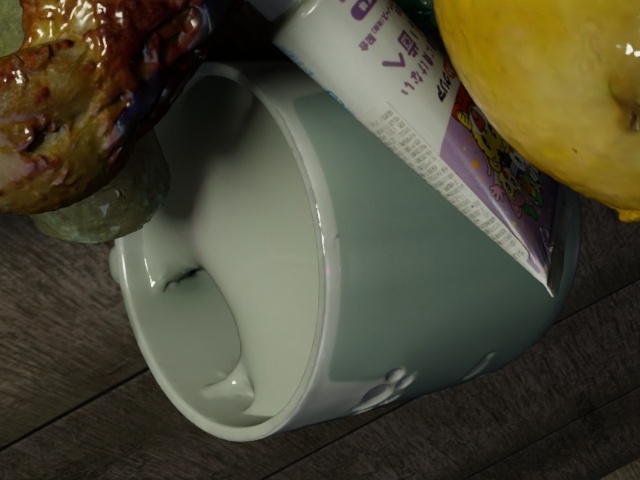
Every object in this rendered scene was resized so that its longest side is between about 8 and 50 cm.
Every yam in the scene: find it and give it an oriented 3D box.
[{"bbox_3d":[-0.168,-0.107,0.862,0.106,0.106,0.259,-24,135,-6],"label":"yam"}]

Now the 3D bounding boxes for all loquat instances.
[{"bbox_3d":[0.228,-0.153,0.866,0.328,0.359,0.328,7,129,9],"label":"loquat"}]

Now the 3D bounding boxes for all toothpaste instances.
[{"bbox_3d":[0.060,-0.091,0.931,0.073,0.299,0.114,-39,-163,31],"label":"toothpaste"}]

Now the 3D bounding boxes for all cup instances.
[{"bbox_3d":[0.000,0.000,1.112,0.274,0.259,0.357,-7,180,-37],"label":"cup"}]

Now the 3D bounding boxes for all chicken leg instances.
[{"bbox_3d":[-0.137,-0.108,0.757,0.322,0.083,0.177,-53,136,-17],"label":"chicken leg"}]

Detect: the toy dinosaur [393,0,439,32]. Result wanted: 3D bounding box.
[{"bbox_3d":[0.095,-0.160,1.025,0.132,0.096,0.059,-9,149,-39],"label":"toy dinosaur"}]
